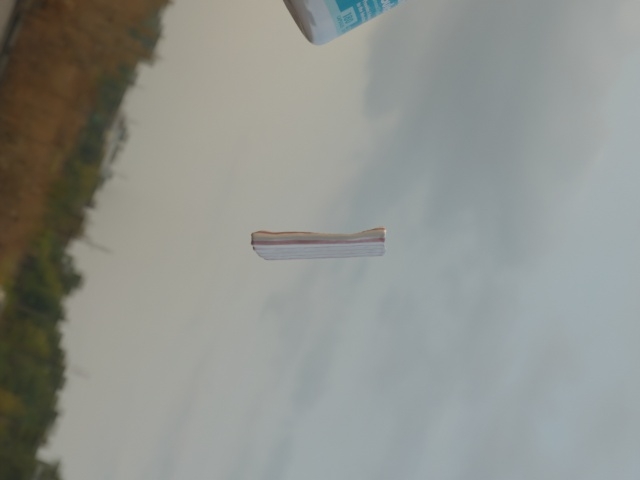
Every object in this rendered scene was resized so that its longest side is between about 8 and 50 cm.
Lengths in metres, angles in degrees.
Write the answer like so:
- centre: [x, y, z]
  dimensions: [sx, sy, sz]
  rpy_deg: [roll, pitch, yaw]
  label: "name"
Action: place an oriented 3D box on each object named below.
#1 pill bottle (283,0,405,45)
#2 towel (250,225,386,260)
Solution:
- centre: [0.073, -0.349, 1.883]
  dimensions: [0.264, 0.146, 0.146]
  rpy_deg: [-28, -168, -1]
  label: "pill bottle"
- centre: [0.000, 0.000, 1.752]
  dimensions: [0.197, 0.144, 0.029]
  rpy_deg: [70, 17, -85]
  label: "towel"
